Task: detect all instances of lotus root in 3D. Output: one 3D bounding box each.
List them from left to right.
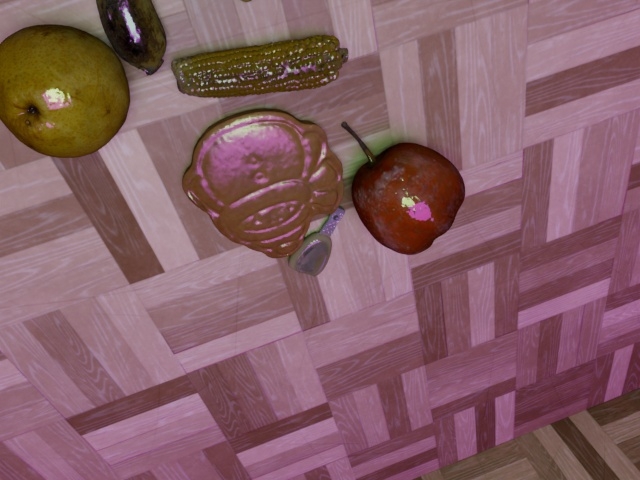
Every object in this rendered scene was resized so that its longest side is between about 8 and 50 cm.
[{"bbox_3d":[-0.311,-0.360,0.772,0.089,0.080,0.179,-20,125,-5],"label":"lotus root"}]

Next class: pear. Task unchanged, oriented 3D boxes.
[{"bbox_3d":[-0.411,-0.231,0.753,0.209,0.209,0.209,-8,124,-13],"label":"pear"}]

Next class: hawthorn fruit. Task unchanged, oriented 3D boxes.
[{"bbox_3d":[0.174,-0.089,1.010,0.263,0.235,0.231,4,119,-22],"label":"hawthorn fruit"}]

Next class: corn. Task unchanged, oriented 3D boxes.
[{"bbox_3d":[-0.105,-0.314,0.864,0.319,0.097,0.097,-10,125,-8],"label":"corn"}]

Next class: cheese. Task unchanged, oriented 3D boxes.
[{"bbox_3d":[0.000,0.000,1.135,0.097,0.037,0.192,19,114,-29],"label":"cheese"}]

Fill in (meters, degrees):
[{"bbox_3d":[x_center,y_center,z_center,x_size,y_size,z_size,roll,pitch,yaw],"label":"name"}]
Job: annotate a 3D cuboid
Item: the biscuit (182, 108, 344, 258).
[{"bbox_3d":[-0.105,-0.116,1.015,0.312,0.057,0.351,-31,126,5],"label":"biscuit"}]
